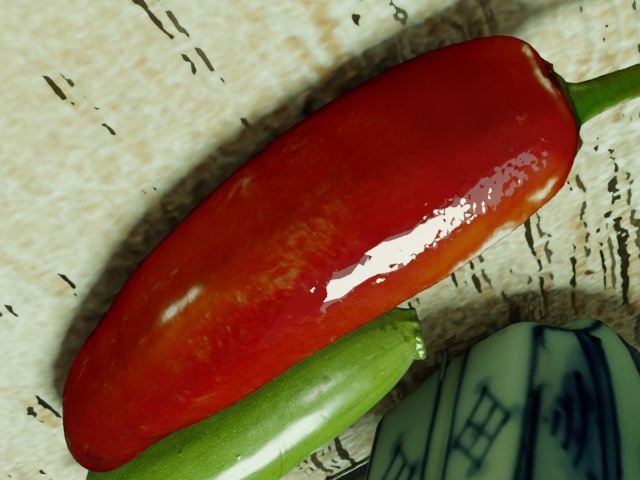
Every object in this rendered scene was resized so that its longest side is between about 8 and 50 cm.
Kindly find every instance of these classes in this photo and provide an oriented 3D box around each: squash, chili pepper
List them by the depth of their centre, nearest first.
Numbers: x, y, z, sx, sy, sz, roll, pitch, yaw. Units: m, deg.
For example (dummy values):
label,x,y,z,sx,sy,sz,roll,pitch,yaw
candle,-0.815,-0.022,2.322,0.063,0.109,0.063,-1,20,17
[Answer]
label,x,y,z,sx,sy,sz,roll,pitch,yaw
chili pepper,-0.006,0.003,0.794,0.368,0.092,0.137,-30,174,23
squash,-0.033,0.094,0.943,0.201,0.066,0.066,-31,154,1

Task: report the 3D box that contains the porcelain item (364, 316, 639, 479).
label,x,y,z,sx,sy,sz,roll,pitch,yaw
porcelain item,0.158,0.203,1.022,0.286,0.281,0.157,40,126,-16

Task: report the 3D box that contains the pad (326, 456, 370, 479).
label,x,y,z,sx,sy,sz,roll,pitch,yaw
pad,-0.018,0.204,1.228,0.235,0.003,0.158,-28,154,4
